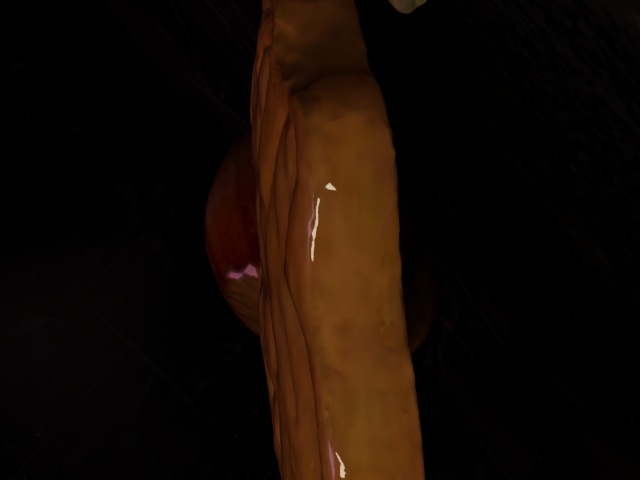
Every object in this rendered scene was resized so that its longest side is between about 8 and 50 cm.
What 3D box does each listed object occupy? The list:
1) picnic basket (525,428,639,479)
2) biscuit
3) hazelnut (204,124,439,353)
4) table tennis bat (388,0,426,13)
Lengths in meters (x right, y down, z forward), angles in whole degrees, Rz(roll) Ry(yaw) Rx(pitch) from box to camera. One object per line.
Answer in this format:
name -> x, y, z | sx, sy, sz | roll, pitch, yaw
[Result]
picnic basket -> 0.171, 0.185, 0.561 | 0.222, 0.129, 0.297 | 31, 178, -7
biscuit -> -0.002, 0.042, 0.664 | 0.385, 0.062, 0.365 | -113, 18, -79
hazelnut -> 0.003, -0.001, 0.987 | 0.181, 0.181, 0.212 | 9, 149, 39
table tennis bat -> -0.032, -0.187, 0.543 | 0.246, 0.022, 0.138 | 51, 176, 26
